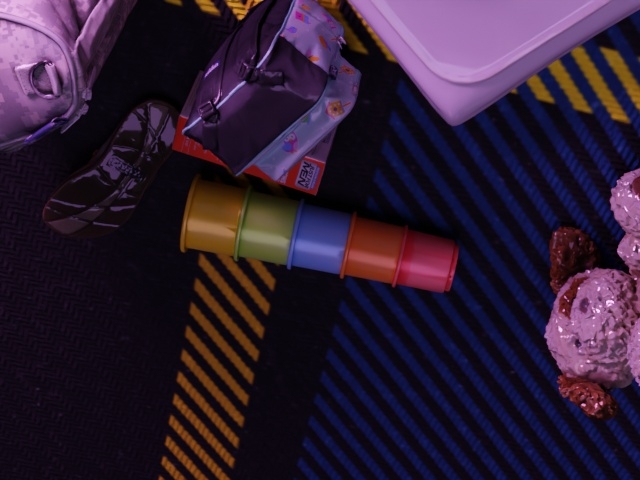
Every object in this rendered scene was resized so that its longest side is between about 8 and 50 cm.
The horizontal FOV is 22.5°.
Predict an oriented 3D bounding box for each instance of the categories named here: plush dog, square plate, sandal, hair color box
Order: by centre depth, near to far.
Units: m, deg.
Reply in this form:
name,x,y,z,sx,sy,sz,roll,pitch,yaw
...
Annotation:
name,x,y,z,sx,sy,sz,roll,pitch,yaw
square plate,0.155,-0.310,1.582,0.344,0.049,0.347,-31,112,30
hair color box,-0.070,-0.119,1.774,0.167,0.093,0.053,18,131,0
plush dog,0.352,0.079,1.775,0.225,0.262,0.211,-20,149,35
sandal,-0.238,-0.087,1.868,0.090,0.060,0.219,31,114,-19

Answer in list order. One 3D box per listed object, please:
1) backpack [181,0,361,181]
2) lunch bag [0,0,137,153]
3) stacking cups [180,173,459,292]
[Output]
name,x,y,z,sx,sy,sz,roll,pitch,yaw
backpack,-0.043,-0.168,1.671,0.144,0.188,0.166,33,124,-20
lunch bag,-0.318,-0.228,1.609,0.256,0.305,0.212,-5,127,18
stacking cups,0.000,0.000,1.851,0.316,0.096,0.096,12,130,4
